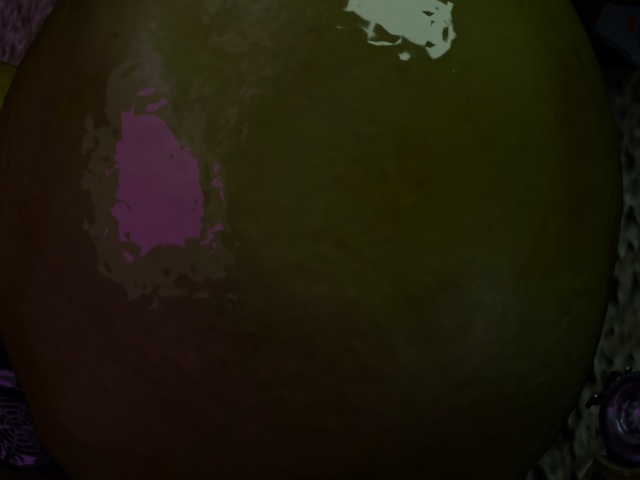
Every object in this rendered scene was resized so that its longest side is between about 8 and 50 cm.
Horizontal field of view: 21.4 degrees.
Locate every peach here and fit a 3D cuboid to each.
[{"bbox_3d":[-0.001,-0.008,0.777,0.282,0.314,0.315,-13,35,34],"label":"peach"}]

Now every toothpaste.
[{"bbox_3d":[0.085,-0.133,0.921,0.193,0.070,0.044,11,79,45],"label":"toothpaste"}]

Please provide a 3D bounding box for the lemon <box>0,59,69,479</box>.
[{"bbox_3d":[-0.224,0.032,1.025,0.245,0.245,0.319,-20,66,36],"label":"lemon"}]

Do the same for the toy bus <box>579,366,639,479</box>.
[{"bbox_3d":[0.153,0.157,0.712,0.139,0.113,0.301,40,100,41],"label":"toy bus"}]

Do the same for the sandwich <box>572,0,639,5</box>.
[{"bbox_3d":[0.135,-0.273,0.870,0.271,0.099,0.301,29,79,46],"label":"sandwich"}]

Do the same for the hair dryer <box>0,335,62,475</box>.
[{"bbox_3d":[-0.102,0.115,0.906,0.072,0.219,0.124,-11,33,30],"label":"hair dryer"}]
